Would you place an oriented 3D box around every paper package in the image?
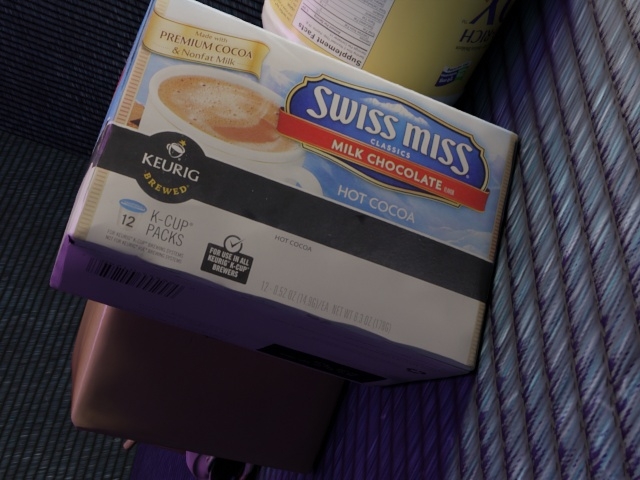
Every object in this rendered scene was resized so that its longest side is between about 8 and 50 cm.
[{"bbox_3d":[-0.111,0.075,1.009,0.324,0.310,0.168,-70,20,6],"label":"paper package"}]

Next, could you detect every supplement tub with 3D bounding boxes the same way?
[{"bbox_3d":[0.082,-0.276,0.885,0.241,0.241,0.331,-88,21,-53],"label":"supplement tub"}]

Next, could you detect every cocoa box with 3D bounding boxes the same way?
[{"bbox_3d":[-0.037,-0.026,0.778,0.231,0.347,0.228,148,140,-67],"label":"cocoa box"}]

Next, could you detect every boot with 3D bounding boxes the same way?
[{"bbox_3d":[-0.160,0.341,1.338,0.123,0.095,0.258,-75,13,-50],"label":"boot"}]

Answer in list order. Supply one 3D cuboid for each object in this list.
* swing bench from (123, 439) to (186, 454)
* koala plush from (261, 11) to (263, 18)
[{"bbox_3d":[-0.277,0.283,1.763,0.253,0.165,0.254,-98,30,-65],"label":"swing bench"},{"bbox_3d":[-0.025,-0.360,1.620,0.203,0.196,0.221,-71,5,-63],"label":"koala plush"}]
